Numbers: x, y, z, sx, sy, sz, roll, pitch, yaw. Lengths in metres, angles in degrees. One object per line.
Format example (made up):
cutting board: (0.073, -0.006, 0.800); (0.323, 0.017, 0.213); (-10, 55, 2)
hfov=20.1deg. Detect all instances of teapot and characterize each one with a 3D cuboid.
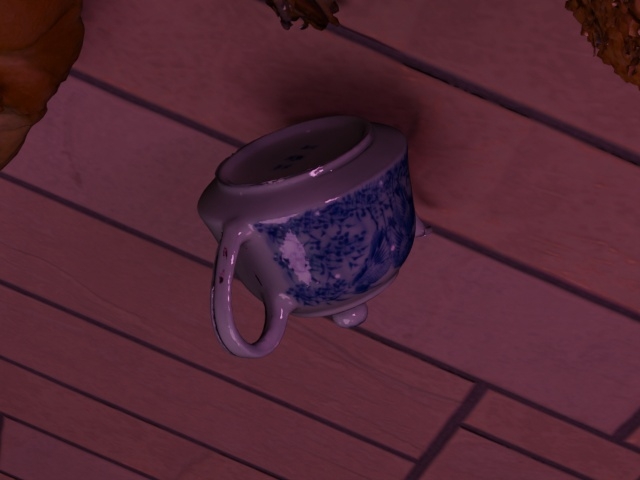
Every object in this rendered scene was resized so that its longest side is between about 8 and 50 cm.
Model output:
teapot: (0.000, 0.000, 1.305); (0.159, 0.232, 0.159); (24, 131, 30)

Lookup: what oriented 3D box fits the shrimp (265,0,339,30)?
shrimp: (-0.015, -0.211, 1.127); (0.133, 0.053, 0.236); (-10, 138, 16)

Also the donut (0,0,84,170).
donut: (-0.340, -0.182, 1.280); (0.360, 0.170, 0.360); (16, 146, 11)

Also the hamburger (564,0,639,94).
hamburger: (0.220, -0.174, 0.761); (0.179, 0.276, 0.294); (26, 179, -25)
